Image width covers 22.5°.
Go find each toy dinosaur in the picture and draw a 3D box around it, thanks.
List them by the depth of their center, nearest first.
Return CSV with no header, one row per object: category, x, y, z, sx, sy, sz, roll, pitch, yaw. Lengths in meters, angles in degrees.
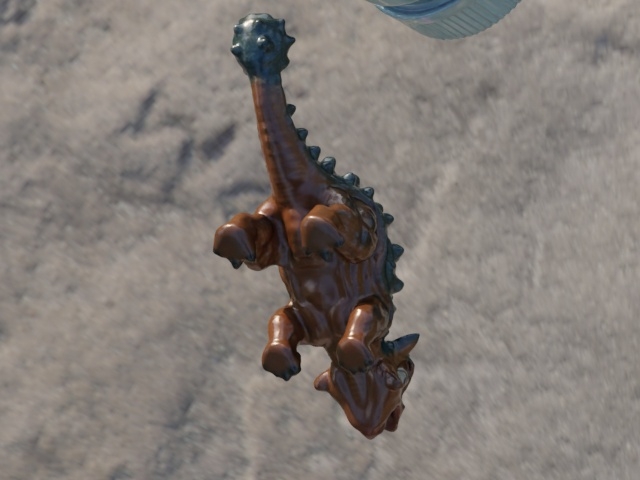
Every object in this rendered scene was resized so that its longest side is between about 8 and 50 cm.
toy dinosaur,0.000,0.000,0.522,0.049,0.055,0.154,-4,114,33

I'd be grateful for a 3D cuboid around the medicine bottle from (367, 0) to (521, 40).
medicine bottle,0.017,-0.273,1.148,0.158,0.318,0.158,-19,60,37
